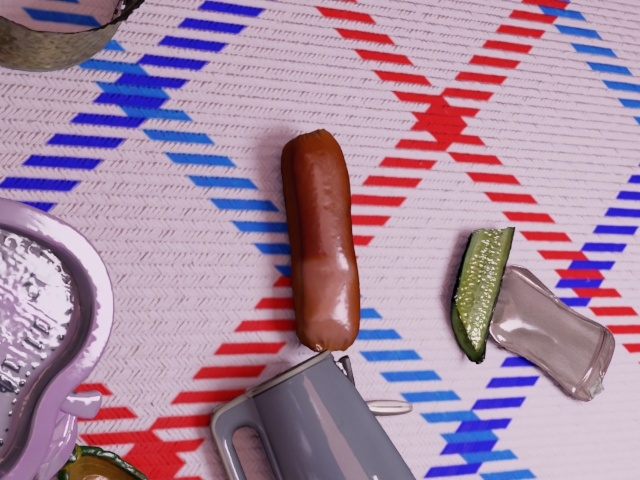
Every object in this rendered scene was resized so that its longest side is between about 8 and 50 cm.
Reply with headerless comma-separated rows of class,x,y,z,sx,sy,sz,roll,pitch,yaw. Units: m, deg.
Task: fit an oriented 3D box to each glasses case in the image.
glasses case,0.085,0.225,1.323,0.083,0.032,0.021,4,73,-25

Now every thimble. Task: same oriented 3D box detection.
thimble,-0.337,-0.344,1.179,0.270,0.150,0.271,6,76,-25

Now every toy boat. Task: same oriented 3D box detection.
toy boat,-0.221,0.306,1.121,0.229,0.088,0.089,44,63,-11

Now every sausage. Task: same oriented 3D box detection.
sausage,0.000,0.000,1.306,0.089,0.083,0.300,-1,81,-24

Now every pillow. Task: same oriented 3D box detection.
pillow,0.345,0.140,1.469,0.232,0.038,0.131,33,69,-15

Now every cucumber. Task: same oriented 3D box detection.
cucumber,0.222,0.069,1.422,0.070,0.046,0.220,24,67,-17

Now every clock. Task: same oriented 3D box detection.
clock,-0.378,0.109,1.015,0.338,0.102,0.339,0,91,-37

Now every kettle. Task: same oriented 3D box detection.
kettle,-0.009,0.278,1.219,0.210,0.160,0.243,-29,85,1
